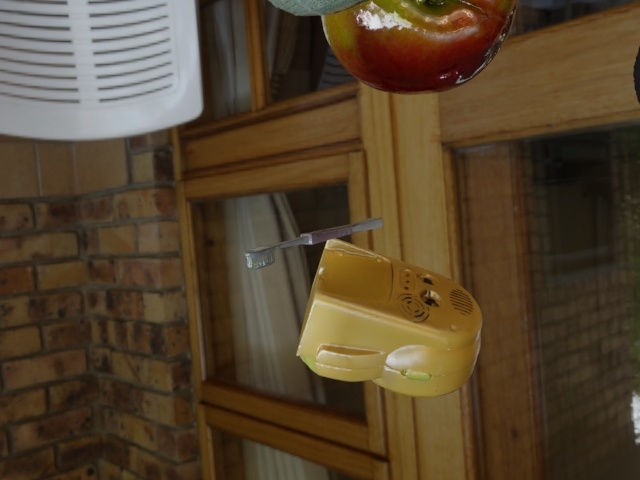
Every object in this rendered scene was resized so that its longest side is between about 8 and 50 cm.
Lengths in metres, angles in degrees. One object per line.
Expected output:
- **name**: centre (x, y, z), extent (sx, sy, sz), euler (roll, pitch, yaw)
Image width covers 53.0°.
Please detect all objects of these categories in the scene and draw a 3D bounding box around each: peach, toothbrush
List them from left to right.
- **toothbrush**: centre (0.000, -0.002, 0.591), extent (0.014, 0.017, 0.194), euler (3, -167, 38)
- **peach**: centre (0.090, -0.226, 0.603), extent (0.197, 0.198, 0.197), euler (-5, -178, 0)

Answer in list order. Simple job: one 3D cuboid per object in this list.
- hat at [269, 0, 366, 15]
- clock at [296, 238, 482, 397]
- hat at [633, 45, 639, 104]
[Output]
- **hat**: centre (0.001, -0.211, 0.379), extent (0.257, 0.130, 0.257), euler (-27, -145, 21)
- **clock**: centre (0.129, 0.146, 1.139), extent (0.316, 0.201, 0.244), euler (12, -147, 2)
- **hat**: centre (0.297, -0.027, 0.243), extent (0.335, 0.238, 0.209), euler (19, -138, 17)
